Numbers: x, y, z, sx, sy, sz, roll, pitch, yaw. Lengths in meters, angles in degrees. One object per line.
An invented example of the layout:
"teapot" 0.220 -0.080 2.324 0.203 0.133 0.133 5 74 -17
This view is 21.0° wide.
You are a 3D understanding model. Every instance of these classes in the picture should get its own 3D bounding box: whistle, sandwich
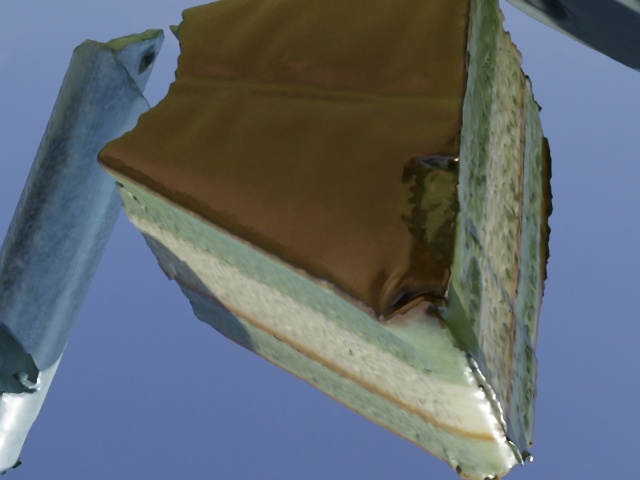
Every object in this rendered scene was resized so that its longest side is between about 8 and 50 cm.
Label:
"whistle" -0.164 0.009 1.043 0.062 0.312 0.062 20 -153 -11
"sandwich" 0.000 0.000 0.855 0.198 0.155 0.227 -8 -130 20

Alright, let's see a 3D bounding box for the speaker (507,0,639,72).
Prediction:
"speaker" 0.104 -0.210 0.567 0.183 0.184 0.406 32 176 31
